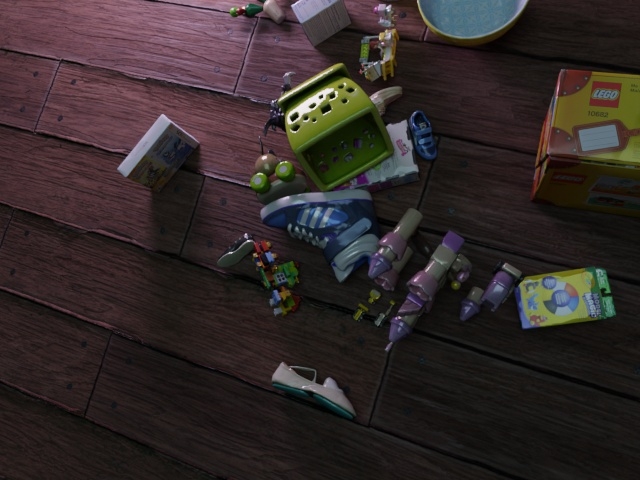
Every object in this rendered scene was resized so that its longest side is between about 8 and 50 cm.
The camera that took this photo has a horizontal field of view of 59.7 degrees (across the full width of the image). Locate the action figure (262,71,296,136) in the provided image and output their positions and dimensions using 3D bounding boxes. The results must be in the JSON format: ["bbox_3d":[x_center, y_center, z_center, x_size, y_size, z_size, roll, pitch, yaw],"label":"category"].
[{"bbox_3d":[-0.052,-0.394,1.579,0.275,0.164,0.141,-23,84,0],"label":"action figure"}]

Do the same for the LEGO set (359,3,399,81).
[{"bbox_3d":[0.146,-0.518,1.557,0.107,0.132,0.287,3,58,21],"label":"LEGO set"}]

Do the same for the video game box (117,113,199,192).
[{"bbox_3d":[-0.472,-0.251,1.645,0.048,0.187,0.205,40,92,18],"label":"video game box"}]

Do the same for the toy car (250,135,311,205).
[{"bbox_3d":[-0.126,-0.202,1.571,0.149,0.155,0.188,-23,62,10],"label":"toy car"}]

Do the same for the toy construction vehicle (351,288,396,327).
[{"bbox_3d":[0.143,0.186,1.480,0.086,0.035,0.098,30,86,29],"label":"toy construction vehicle"}]

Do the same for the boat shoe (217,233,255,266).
[{"bbox_3d":[-0.244,0.030,1.607,0.133,0.049,0.042,-36,45,13],"label":"boat shoe"}]

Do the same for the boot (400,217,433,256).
[{"bbox_3d":[0.248,-0.008,1.441,0.037,0.114,0.106,-40,72,5],"label":"boot"}]

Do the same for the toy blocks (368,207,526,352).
[{"bbox_3d":[0.248,0.140,1.307,0.309,0.288,0.260,32,72,16],"label":"toy blocks"}]

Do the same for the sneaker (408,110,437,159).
[{"bbox_3d":[0.277,-0.286,1.512,0.053,0.059,0.144,-18,77,-6],"label":"sneaker"}]

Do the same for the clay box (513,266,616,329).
[{"bbox_3d":[0.591,0.139,1.354,0.222,0.053,0.127,-11,77,14],"label":"clay box"}]

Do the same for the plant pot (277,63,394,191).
[{"bbox_3d":[0.029,-0.298,1.432,0.227,0.228,0.207,-29,62,7],"label":"plant pot"}]

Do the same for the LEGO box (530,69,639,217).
[{"bbox_3d":[0.742,-0.180,1.206,0.500,0.372,0.193,10,82,16],"label":"LEGO box"}]

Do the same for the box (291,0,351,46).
[{"bbox_3d":[0.005,-0.658,1.625,0.137,0.126,0.072,-29,72,8],"label":"box"}]

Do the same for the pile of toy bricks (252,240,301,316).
[{"bbox_3d":[-0.107,0.090,1.536,0.105,0.118,0.212,-16,63,-21],"label":"pile of toy bricks"}]

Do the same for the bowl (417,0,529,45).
[{"bbox_3d":[0.409,-0.635,1.495,0.289,0.156,0.289,-3,79,14],"label":"bowl"}]

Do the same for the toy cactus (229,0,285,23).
[{"bbox_3d":[-0.175,-0.750,1.714,0.219,0.112,0.180,-40,82,-4],"label":"toy cactus"}]

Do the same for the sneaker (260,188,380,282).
[{"bbox_3d":[0.000,0.000,1.498,0.322,0.130,0.236,-8,73,8],"label":"sneaker"}]

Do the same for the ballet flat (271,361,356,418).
[{"bbox_3d":[-0.010,0.384,1.461,0.248,0.086,0.086,18,85,18],"label":"ballet flat"}]

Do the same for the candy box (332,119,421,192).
[{"bbox_3d":[0.144,-0.219,1.532,0.233,0.071,0.159,-13,74,13],"label":"candy box"}]

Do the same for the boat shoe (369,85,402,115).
[{"bbox_3d":[0.157,-0.375,1.567,0.170,0.063,0.059,-22,77,20],"label":"boat shoe"}]
